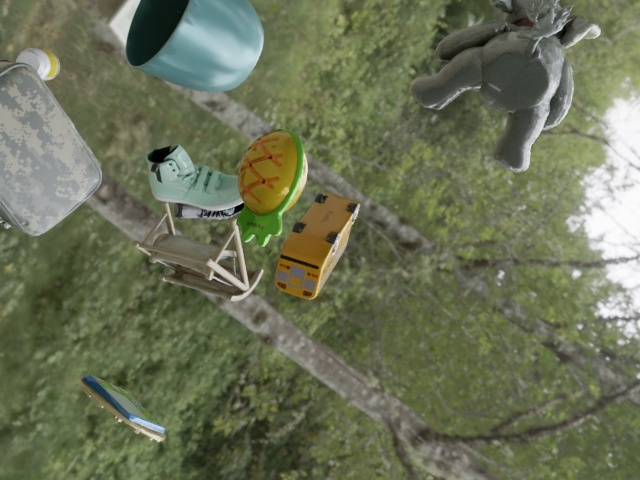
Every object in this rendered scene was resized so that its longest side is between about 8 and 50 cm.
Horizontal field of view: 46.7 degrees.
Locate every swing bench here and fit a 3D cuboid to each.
[{"bbox_3d":[-0.332,0.050,2.048,0.253,0.254,0.165,13,-124,26],"label":"swing bench"}]

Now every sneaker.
[{"bbox_3d":[-0.324,-0.110,2.209,0.267,0.106,0.101,-19,124,-53],"label":"sneaker"},{"bbox_3d":[-0.293,-0.155,1.760,0.151,0.256,0.094,85,10,-51],"label":"sneaker"}]

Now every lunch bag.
[{"bbox_3d":[-0.598,-0.176,1.397,0.256,0.305,0.212,19,-123,44],"label":"lunch bag"}]

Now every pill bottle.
[{"bbox_3d":[-0.575,-0.357,1.501,0.065,0.065,0.116,-50,-168,6],"label":"pill bottle"}]

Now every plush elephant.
[{"bbox_3d":[0.367,-0.353,1.383,0.330,0.272,0.255,-58,180,44],"label":"plush elephant"}]

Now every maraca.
[{"bbox_3d":[-0.079,-0.083,1.142,0.127,0.099,0.185,13,-94,49],"label":"maraca"}]

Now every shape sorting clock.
[{"bbox_3d":[-0.390,0.331,1.448,0.040,0.206,0.206,-51,-166,-9],"label":"shape sorting clock"}]

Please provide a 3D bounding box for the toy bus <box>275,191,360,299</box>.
[{"bbox_3d":[0.000,0.000,1.786,0.332,0.108,0.130,-56,160,-59],"label":"toy bus"}]

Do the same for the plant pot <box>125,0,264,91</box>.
[{"bbox_3d":[-0.276,-0.484,1.734,0.293,0.235,0.292,-27,-128,40],"label":"plant pot"}]
